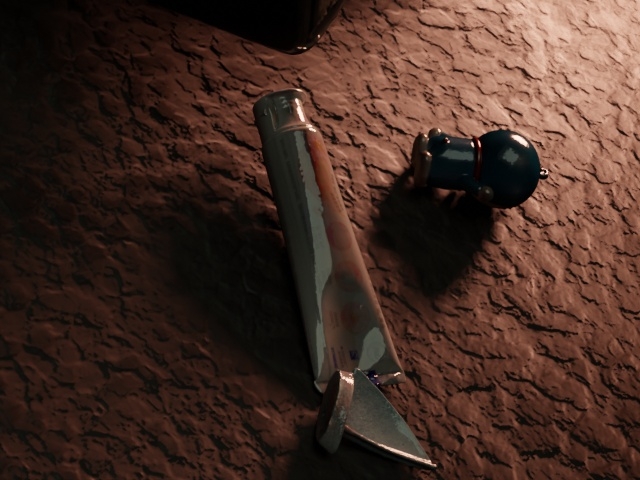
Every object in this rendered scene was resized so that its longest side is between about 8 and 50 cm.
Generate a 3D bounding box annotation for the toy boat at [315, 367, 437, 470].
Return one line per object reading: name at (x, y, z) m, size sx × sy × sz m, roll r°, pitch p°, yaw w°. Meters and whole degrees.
toy boat at (0.057, 0.180, 1.601) m, size 0.122 × 0.034 × 0.096 m, roll 26°, pitch 56°, yaw -18°

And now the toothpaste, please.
toothpaste at (0.000, 0.000, 1.683) m, size 0.100 × 0.066 × 0.323 m, roll -5°, pitch 66°, yaw -27°

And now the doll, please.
doll at (0.176, -0.080, 1.818) m, size 0.152 × 0.085 × 0.114 m, roll 5°, pitch 42°, yaw -11°

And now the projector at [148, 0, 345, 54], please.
projector at (-0.098, -0.453, 1.774) m, size 0.395 × 0.242 × 0.405 m, roll 22°, pitch 61°, yaw 12°
